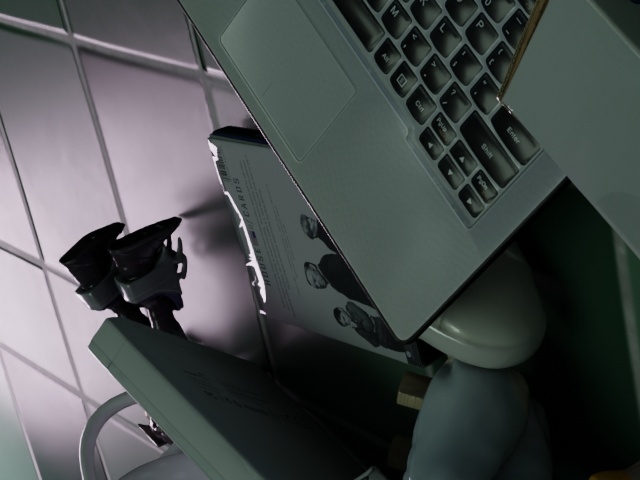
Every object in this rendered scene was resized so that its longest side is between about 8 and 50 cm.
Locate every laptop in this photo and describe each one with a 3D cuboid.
[{"bbox_3d":[-0.008,-0.185,0.977,0.408,0.236,0.382,-49,63,38],"label":"laptop"}]

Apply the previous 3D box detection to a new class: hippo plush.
[{"bbox_3d":[0.163,0.214,1.131,0.236,0.234,0.294,16,171,21],"label":"hippo plush"}]

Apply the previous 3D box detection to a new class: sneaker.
[{"bbox_3d":[0.064,-0.045,1.153,0.290,0.106,0.123,55,153,19],"label":"sneaker"}]

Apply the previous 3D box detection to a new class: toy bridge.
[{"bbox_3d":[0.093,0.122,1.300,0.063,0.026,0.188,16,137,8],"label":"toy bridge"}]

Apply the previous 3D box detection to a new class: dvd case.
[{"bbox_3d":[0.000,0.000,1.378,0.238,0.029,0.179,15,126,55],"label":"dvd case"}]

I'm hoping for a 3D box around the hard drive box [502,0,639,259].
[{"bbox_3d":[0.230,-0.064,0.732,0.181,0.232,0.089,51,149,20],"label":"hard drive box"}]

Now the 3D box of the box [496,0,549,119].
[{"bbox_3d":[0.183,-0.146,0.774,0.021,0.201,0.164,51,148,24],"label":"box"}]

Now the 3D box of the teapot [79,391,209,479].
[{"bbox_3d":[-0.090,0.274,1.535,0.256,0.187,0.252,44,165,-28],"label":"teapot"}]

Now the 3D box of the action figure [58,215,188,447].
[{"bbox_3d":[-0.151,0.120,1.667,0.185,0.099,0.285,6,122,49],"label":"action figure"}]

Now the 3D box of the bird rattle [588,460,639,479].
[{"bbox_3d":[0.236,0.194,0.986,0.143,0.207,0.253,-125,34,-55],"label":"bird rattle"}]

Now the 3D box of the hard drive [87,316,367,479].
[{"bbox_3d":[-0.022,0.201,1.414,0.353,0.047,0.233,40,-172,36],"label":"hard drive"}]
